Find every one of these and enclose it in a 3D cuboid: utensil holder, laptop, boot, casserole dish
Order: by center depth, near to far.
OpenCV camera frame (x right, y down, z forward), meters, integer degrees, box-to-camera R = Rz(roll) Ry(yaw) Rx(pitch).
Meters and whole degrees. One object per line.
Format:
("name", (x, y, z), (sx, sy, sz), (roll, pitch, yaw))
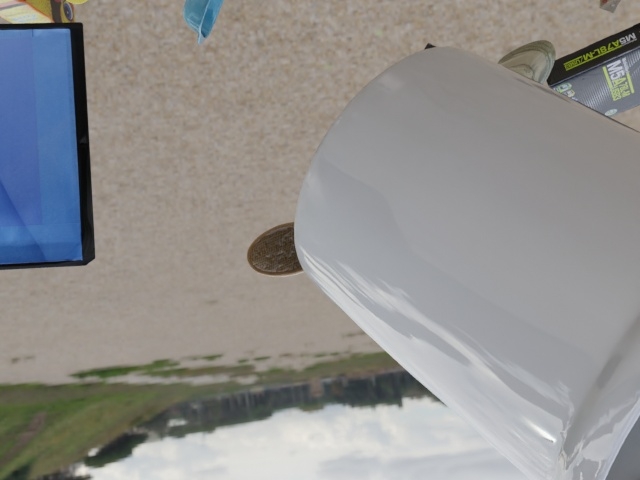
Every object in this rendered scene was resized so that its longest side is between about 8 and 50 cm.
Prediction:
("laptop", (-0.342, -0.083, 0.750), (0.136, 0.235, 0.264), (-2, -178, 30))
("utensil holder", (0.205, 0.028, 0.832), (0.327, 0.328, 0.385), (2, -151, -49))
("boot", (0.210, -0.164, 1.137), (0.213, 0.077, 0.165), (-44, -177, 41))
("casserole dish", (-0.149, -0.369, 1.224), (0.037, 0.189, 0.114), (23, -176, -3))

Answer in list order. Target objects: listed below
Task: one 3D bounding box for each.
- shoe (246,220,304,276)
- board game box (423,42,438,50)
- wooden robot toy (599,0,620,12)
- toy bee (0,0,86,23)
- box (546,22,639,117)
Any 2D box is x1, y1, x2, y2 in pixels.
("shoe", (0.000, 0.000, 1.255), (0.219, 0.077, 0.058), (-18, 174, 14))
("board game box", (0.219, -0.182, 1.336), (0.042, 0.165, 0.243), (14, -162, -49))
("wooden robot toy", (0.412, -0.411, 1.223), (0.076, 0.173, 0.079), (-20, -172, -29))
("toy bee", (-0.378, -0.326, 1.187), (0.195, 0.162, 0.298), (-7, -174, 34))
("box", (0.451, -0.251, 1.346), (0.184, 0.045, 0.190), (-20, 156, 19))
